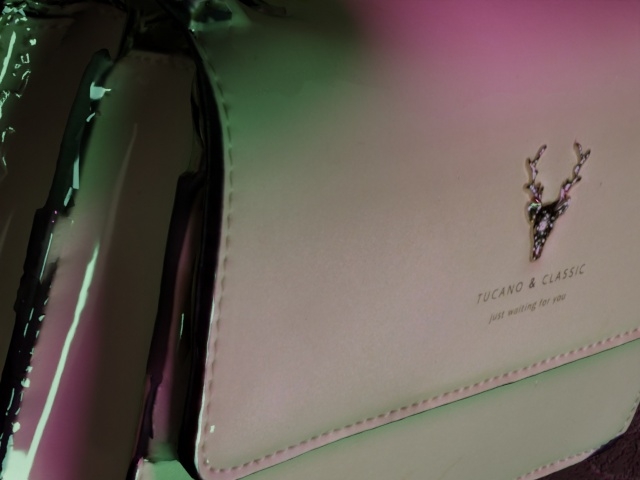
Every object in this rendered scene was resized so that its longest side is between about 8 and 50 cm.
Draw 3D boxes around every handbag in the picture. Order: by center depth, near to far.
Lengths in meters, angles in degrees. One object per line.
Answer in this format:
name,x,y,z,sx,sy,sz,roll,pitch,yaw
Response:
handbag,0.025,-0.003,0.704,0.359,0.160,0.236,-12,126,-48
